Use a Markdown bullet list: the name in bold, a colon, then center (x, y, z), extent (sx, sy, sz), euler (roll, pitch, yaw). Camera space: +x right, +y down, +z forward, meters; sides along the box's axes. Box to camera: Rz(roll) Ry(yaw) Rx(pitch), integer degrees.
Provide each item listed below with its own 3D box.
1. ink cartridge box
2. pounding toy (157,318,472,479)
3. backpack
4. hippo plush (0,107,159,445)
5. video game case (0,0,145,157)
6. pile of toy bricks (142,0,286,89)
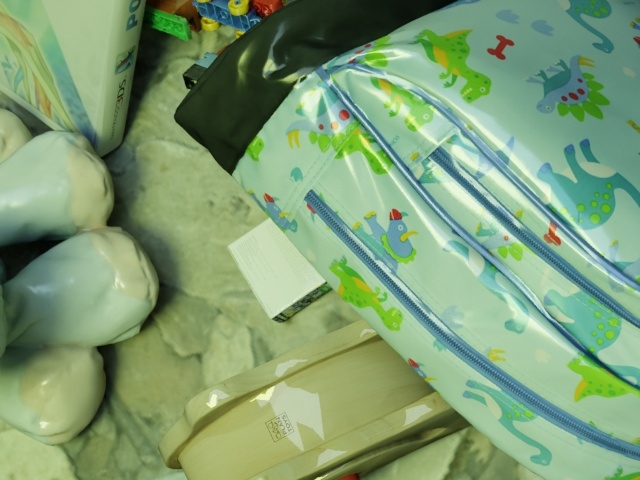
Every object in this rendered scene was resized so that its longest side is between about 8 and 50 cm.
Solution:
- **ink cartridge box**: center (0.000, 0.000, 1.234), extent (0.115, 0.029, 0.063), euler (-34, 73, 7)
- **pounding toy**: center (-0.008, 0.162, 1.156), extent (0.269, 0.154, 0.155), euler (-24, 73, -9)
- **backpack**: center (0.140, -0.016, 1.071), extent (0.273, 0.290, 0.356), euler (-36, 81, 43)
- **hippo plush**: center (-0.276, 0.012, 1.194), extent (0.294, 0.236, 0.234), euler (10, 89, 17)
- **video game case**: center (-0.249, -0.254, 1.244), extent (0.329, 0.300, 0.036), euler (35, 47, 19)
- **pile of toy bricks**: center (-0.083, -0.185, 1.266), extent (0.212, 0.118, 0.105), euler (25, 56, 32)
